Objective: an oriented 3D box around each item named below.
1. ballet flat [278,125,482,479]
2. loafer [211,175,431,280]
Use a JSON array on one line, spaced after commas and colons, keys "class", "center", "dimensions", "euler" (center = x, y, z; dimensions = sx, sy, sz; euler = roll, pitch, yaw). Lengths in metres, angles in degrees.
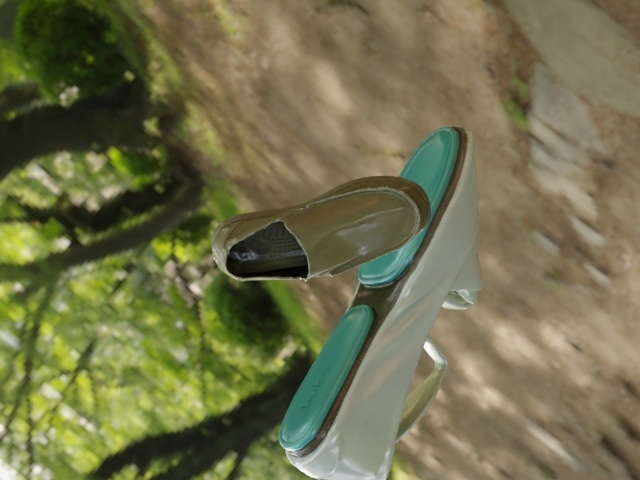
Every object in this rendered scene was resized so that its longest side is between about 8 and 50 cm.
[{"class": "ballet flat", "center": [0.092, 0.075, 1.421], "dimensions": [0.139, 0.400, 0.139], "euler": [25, 166, 6]}, {"class": "loafer", "center": [0.000, 0.000, 0.871], "dimensions": [0.050, 0.148, 0.056], "euler": [-83, -25, -66]}]
